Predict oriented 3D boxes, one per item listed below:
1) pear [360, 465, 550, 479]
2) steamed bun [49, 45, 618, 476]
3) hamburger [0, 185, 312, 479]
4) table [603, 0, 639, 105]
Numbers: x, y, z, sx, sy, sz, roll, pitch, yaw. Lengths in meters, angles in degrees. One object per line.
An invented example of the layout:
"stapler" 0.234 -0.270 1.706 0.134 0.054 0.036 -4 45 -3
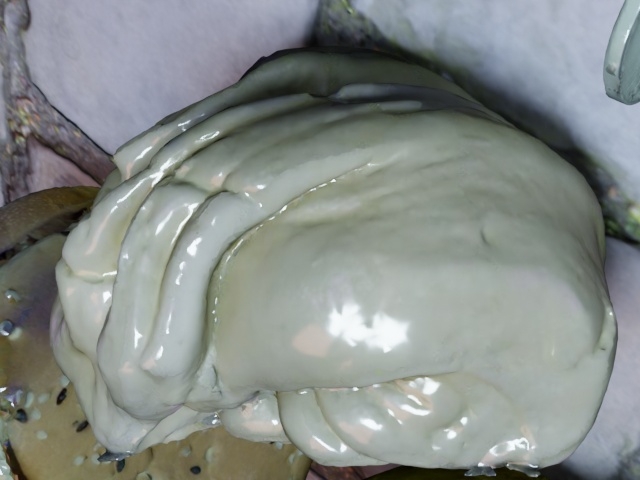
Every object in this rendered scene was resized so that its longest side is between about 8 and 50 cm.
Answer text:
"pear" 0.092 0.331 0.879 0.352 0.352 0.413 34 138 21
"steamed bun" 0.000 0.000 0.705 0.320 0.275 0.206 2 100 15
"hamburger" -0.138 0.108 0.949 0.195 0.277 0.318 16 137 46
"table" 0.146 -0.147 0.401 0.166 0.198 0.166 31 145 25
